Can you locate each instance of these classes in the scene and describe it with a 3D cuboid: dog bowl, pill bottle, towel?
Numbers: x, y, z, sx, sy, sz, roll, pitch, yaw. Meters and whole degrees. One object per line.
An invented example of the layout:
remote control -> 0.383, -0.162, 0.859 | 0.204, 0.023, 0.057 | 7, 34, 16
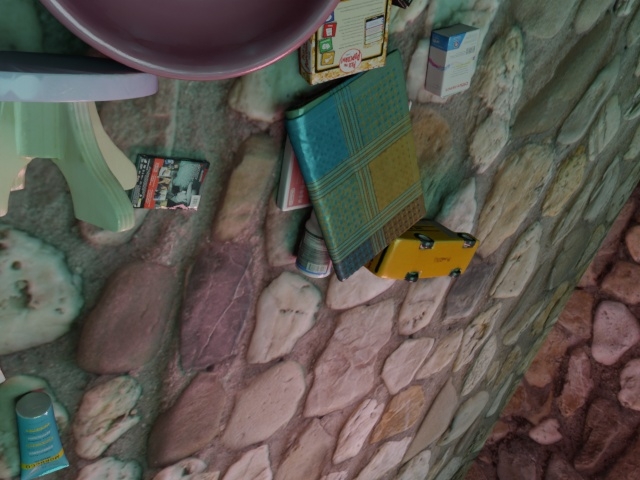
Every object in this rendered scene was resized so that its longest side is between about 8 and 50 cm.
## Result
dog bowl -> -0.130, -0.343, 0.525 | 0.408, 0.150, 0.408 | -9, 132, -10
pill bottle -> 0.000, 0.000, 1.093 | 0.078, 0.078, 0.137 | -8, 125, -40
towel -> 0.083, -0.134, 1.023 | 0.271, 0.040, 0.370 | -36, 129, -24

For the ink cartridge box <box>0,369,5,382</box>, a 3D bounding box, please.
ink cartridge box -> -0.593, 0.123, 0.648 | 0.308, 0.091, 0.385 | -22, 150, -31

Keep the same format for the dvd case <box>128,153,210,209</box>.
dvd case -> -0.237, -0.089, 0.847 | 0.119, 0.013, 0.087 | -1, 121, -42

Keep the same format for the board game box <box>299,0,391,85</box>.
board game box -> 0.039, -0.353, 0.840 | 0.146, 0.045, 0.193 | -20, 141, -19

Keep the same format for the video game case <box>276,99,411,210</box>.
video game case -> 0.049, -0.171, 1.048 | 0.285, 0.025, 0.204 | -14, 129, -37

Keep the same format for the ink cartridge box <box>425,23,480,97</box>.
ink cartridge box -> 0.263, -0.361, 1.081 | 0.088, 0.052, 0.122 | -24, 133, -28

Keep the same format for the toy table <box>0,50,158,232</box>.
toy table -> -0.302, -0.118, 0.599 | 0.274, 0.252, 0.161 | -17, 122, -49

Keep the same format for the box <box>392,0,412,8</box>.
box -> 0.133, -0.504, 0.850 | 0.184, 0.045, 0.191 | 24, 102, -52

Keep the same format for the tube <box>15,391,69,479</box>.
tube -> -0.486, 0.347, 0.930 | 0.080, 0.052, 0.207 | -7, 131, -27

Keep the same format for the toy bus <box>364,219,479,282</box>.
toy bus -> 0.239, 0.020, 1.295 | 0.332, 0.130, 0.108 | -1, 119, -43
